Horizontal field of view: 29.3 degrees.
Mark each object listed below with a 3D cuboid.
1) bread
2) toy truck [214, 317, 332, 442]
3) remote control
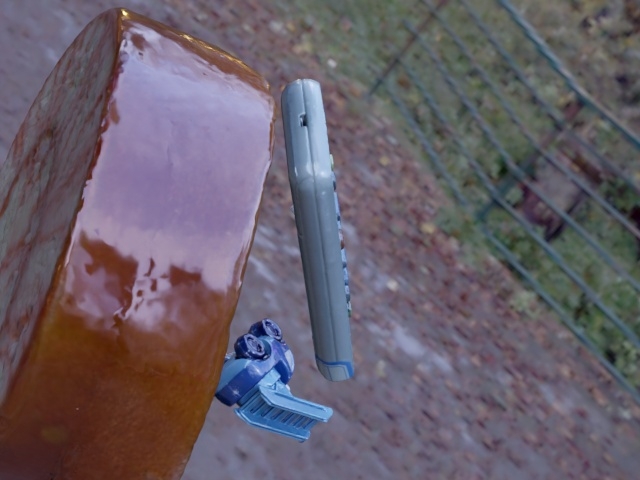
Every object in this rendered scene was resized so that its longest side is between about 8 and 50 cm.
[{"bbox_3d":[-0.140,0.007,0.771,0.114,0.295,0.327,19,1,-22],"label":"bread"},{"bbox_3d":[-0.035,0.109,0.884,0.090,0.056,0.073,47,22,1],"label":"toy truck"},{"bbox_3d":[0.000,0.000,0.447,0.017,0.124,0.053,-6,49,1],"label":"remote control"}]
